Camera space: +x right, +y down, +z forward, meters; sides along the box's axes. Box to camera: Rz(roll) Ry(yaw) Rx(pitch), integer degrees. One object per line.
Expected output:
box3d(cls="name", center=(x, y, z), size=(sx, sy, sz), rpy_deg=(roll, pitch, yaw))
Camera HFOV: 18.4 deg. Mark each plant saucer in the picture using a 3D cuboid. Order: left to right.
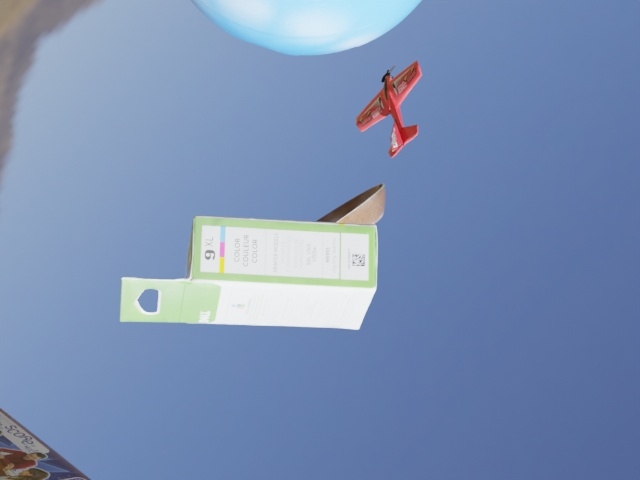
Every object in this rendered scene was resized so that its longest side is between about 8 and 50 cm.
box3d(cls="plant saucer", center=(0.000, 0.000, 1.944), size=(0.168, 0.029, 0.168), rpy_deg=(-34, -176, 3))

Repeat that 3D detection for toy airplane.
box3d(cls="toy airplane", center=(0.106, -0.182, 2.774), size=(0.151, 0.028, 0.151), rpy_deg=(-35, -134, 46))

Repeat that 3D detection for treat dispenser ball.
box3d(cls="treat dispenser ball", center=(-0.014, -0.322, 1.901), size=(0.288, 0.288, 0.288), rpy_deg=(-46, -166, 15))

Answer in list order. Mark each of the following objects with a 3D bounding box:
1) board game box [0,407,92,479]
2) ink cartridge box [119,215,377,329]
box3d(cls="board game box", center=(-0.298, 0.209, 1.758), size=(0.201, 0.136, 0.035), rpy_deg=(29, -63, 47))
box3d(cls="ink cartridge box", center=(-0.062, 0.027, 1.652), size=(0.109, 0.209, 0.062), rpy_deg=(109, -18, -69))
